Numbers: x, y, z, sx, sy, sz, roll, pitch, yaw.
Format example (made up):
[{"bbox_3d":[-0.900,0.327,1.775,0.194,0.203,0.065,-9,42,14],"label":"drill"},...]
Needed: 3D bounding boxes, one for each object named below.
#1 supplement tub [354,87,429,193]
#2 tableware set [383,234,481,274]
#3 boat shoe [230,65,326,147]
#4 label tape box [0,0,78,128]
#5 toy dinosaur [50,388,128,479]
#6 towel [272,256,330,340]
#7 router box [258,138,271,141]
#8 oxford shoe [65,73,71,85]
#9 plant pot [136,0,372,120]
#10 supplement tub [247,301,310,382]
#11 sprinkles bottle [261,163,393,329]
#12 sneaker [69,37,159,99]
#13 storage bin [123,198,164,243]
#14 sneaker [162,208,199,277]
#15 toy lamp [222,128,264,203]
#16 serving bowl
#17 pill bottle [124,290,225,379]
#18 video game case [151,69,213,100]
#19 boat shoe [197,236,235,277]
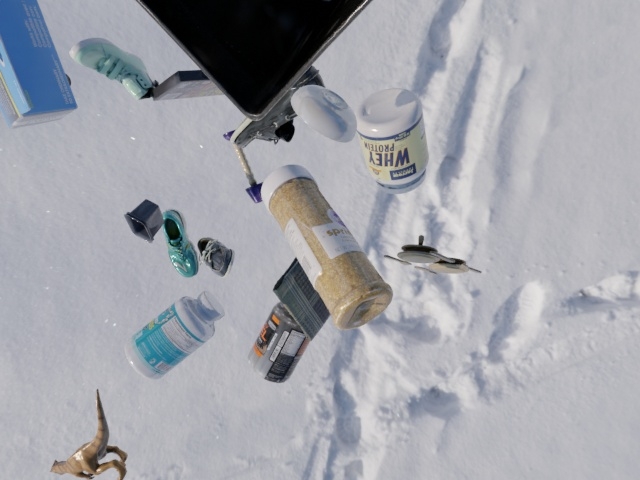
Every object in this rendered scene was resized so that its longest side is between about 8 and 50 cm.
[{"bbox_3d":[0.266,-0.351,1.462,0.235,0.235,0.325,-32,137,-4],"label":"supplement tub"},{"bbox_3d":[0.244,0.035,0.867,0.194,0.128,0.039,19,73,-37],"label":"tableware set"},{"bbox_3d":[-0.099,-0.290,0.961,0.113,0.340,0.127,44,47,-17],"label":"boat shoe"},{"bbox_3d":[-0.573,-0.361,0.767,0.115,0.347,0.249,-27,114,-37],"label":"label tape box"},{"bbox_3d":[-0.350,0.330,0.621,0.112,0.064,0.211,35,113,-24],"label":"toy dinosaur"},{"bbox_3d":[-0.024,0.171,1.531,0.312,0.056,0.324,-50,131,-28],"label":"towel"},{"bbox_3d":[-0.179,-0.379,1.337,0.092,0.122,0.038,-43,76,25],"label":"router box"},{"bbox_3d":[-0.815,-0.428,1.123,0.227,0.096,0.083,-29,114,-31],"label":"oxford shoe"},{"bbox_3d":[-0.025,-0.238,0.275,0.187,0.188,0.167,45,46,-16],"label":"plant pot"},{"bbox_3d":[-0.148,0.402,1.687,0.207,0.207,0.338,27,98,-12],"label":"supplement tub"},{"bbox_3d":[0.000,0.000,0.791,0.121,0.355,0.121,-21,144,-16],"label":"sprinkles bottle"},{"bbox_3d":[-0.602,-0.505,1.212,0.094,0.256,0.151,-37,84,24],"label":"sneaker"},{"bbox_3d":[-0.585,-0.072,1.348,0.098,0.135,0.091,26,58,8],"label":"storage bin"},{"bbox_3d":[-0.537,0.018,1.510,0.107,0.110,0.275,-18,105,-8],"label":"sneaker"},{"bbox_3d":[-0.273,-0.272,1.498,0.080,0.080,0.275,-21,103,-6],"label":"toy lamp"},{"bbox_3d":[0.009,-0.148,0.452,0.083,0.083,0.027,29,126,-12],"label":"serving bowl"},{"bbox_3d":[-0.404,0.260,1.146,0.264,0.146,0.146,-38,102,-3],"label":"pill bottle"},{"bbox_3d":[-0.360,-0.483,1.243,0.248,0.274,0.035,-20,106,-34],"label":"video game case"},{"bbox_3d":[-0.318,0.041,1.210,0.079,0.254,0.095,27,95,-28],"label":"boat shoe"}]
